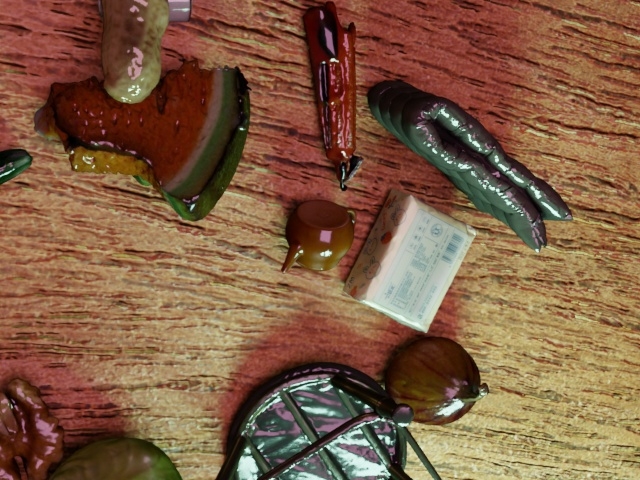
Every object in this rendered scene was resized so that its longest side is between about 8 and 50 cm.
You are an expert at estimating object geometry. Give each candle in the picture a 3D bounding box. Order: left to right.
[{"bbox_3d":[0.023,-0.225,1.665,0.084,0.059,0.301,-5,101,-8],"label":"candle"}]

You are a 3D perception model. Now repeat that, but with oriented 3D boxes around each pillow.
[{"bbox_3d":[0.232,-0.130,1.670,0.326,0.228,0.101,40,91,-24],"label":"pillow"}]

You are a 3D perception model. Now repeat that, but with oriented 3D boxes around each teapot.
[{"bbox_3d":[0.000,0.000,1.682,0.173,0.116,0.116,-28,112,-42],"label":"teapot"}]

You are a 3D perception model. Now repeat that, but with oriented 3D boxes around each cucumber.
[{"bbox_3d":[-0.465,-0.104,1.508,0.105,0.048,0.048,-27,109,-17],"label":"cucumber"}]

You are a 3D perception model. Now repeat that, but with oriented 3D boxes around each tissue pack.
[{"bbox_3d":[0.146,0.034,1.745,0.148,0.092,0.196,27,89,-24],"label":"tissue pack"}]

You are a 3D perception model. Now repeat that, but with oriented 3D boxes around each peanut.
[{"bbox_3d":[-0.257,-0.293,1.437,0.100,0.099,0.214,7,79,-22],"label":"peanut"}]

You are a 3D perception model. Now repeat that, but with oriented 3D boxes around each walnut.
[{"bbox_3d":[-0.460,0.290,1.577,0.143,0.069,0.170,-16,104,-16],"label":"walnut"}]

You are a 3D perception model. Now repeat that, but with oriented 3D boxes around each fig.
[{"bbox_3d":[0.212,0.245,1.777,0.149,0.202,0.148,-30,130,-50],"label":"fig"}]

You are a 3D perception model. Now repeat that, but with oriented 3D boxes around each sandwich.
[{"bbox_3d":[-0.262,-0.147,1.525,0.301,0.162,0.250,13,59,-6],"label":"sandwich"}]

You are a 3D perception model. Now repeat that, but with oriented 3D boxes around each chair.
[{"bbox_3d":[0.028,0.396,1.576,0.362,0.410,0.364,-34,107,1],"label":"chair"}]

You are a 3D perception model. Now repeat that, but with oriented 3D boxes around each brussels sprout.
[{"bbox_3d":[-0.316,0.414,1.590,0.244,0.244,0.244,-4,102,-20],"label":"brussels sprout"}]

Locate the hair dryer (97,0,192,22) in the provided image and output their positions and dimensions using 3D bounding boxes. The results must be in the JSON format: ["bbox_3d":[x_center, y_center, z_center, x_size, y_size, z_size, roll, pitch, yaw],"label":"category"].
[{"bbox_3d":[-0.260,-0.432,1.510,0.131,0.073,0.236,-6,100,-19],"label":"hair dryer"}]
